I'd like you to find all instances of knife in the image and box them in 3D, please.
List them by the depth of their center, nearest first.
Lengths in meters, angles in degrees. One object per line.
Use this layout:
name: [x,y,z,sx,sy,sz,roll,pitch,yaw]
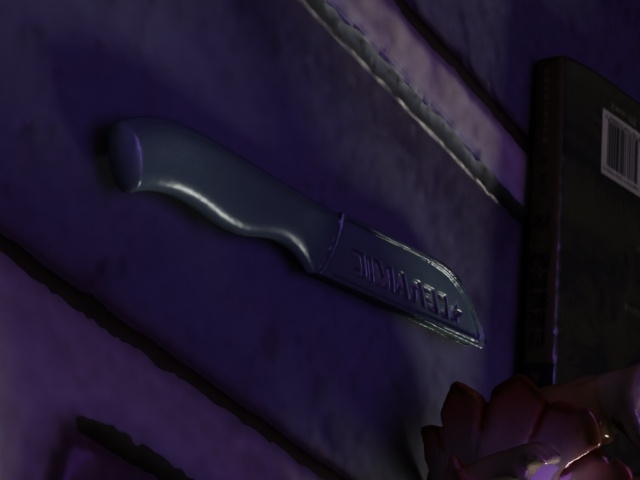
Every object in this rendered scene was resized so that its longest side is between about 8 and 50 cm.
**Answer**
knife: [-0.001,0.000,0.594,0.210,0.015,0.028,26,57,-51]

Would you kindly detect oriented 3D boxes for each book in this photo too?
book: [0.133,0.053,0.765,0.160,0.024,0.228,26,64,-49]

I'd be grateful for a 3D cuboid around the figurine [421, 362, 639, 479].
figurine: [0.048,0.124,0.574,0.195,0.102,0.111,-47,119,-51]
